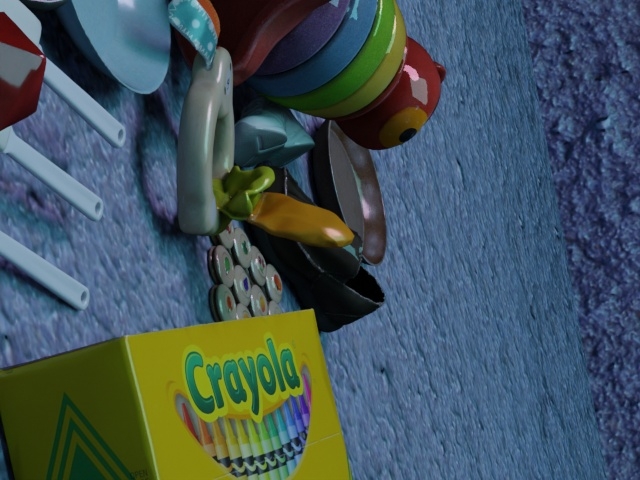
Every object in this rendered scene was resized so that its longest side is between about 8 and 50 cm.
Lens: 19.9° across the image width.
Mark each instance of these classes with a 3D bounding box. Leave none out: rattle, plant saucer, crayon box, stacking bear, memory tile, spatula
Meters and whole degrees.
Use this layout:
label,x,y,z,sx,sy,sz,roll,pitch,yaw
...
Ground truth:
label,x,y,z,sx,sy,sz,roll,pitch,yaw
rattle,-0.050,-0.100,1.437,0.130,0.142,0.200,7,88,-67
plant saucer,0.028,-0.053,1.885,0.168,0.029,0.168,-13,90,-73
crayon box,-0.066,0.216,1.254,0.363,0.106,0.313,-2,79,-72
stacking bear,0.011,-0.174,1.633,0.289,0.175,0.164,36,17,-51
memory tile,-0.061,0.047,1.559,0.148,0.012,0.113,51,30,-55
plant saucer,-0.169,-0.199,1.361,0.195,0.037,0.195,-14,90,-73
spatula,-0.186,-0.047,1.160,0.242,0.019,0.168,50,48,-67

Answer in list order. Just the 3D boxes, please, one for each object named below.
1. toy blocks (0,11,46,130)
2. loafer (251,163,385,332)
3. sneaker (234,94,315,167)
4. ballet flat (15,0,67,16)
label,x,y,z,sx,sy,sz,roll,pitch,yaw
toy blocks,-0.225,-0.176,0.793,0.191,0.261,0.381,-51,126,-69
loafer,0.000,0.000,1.672,0.220,0.078,0.080,56,27,-49
sneaker,-0.055,-0.101,1.642,0.061,0.053,0.152,62,14,8
ballet flat,-0.210,-0.222,1.062,0.280,0.096,0.095,66,31,-62
